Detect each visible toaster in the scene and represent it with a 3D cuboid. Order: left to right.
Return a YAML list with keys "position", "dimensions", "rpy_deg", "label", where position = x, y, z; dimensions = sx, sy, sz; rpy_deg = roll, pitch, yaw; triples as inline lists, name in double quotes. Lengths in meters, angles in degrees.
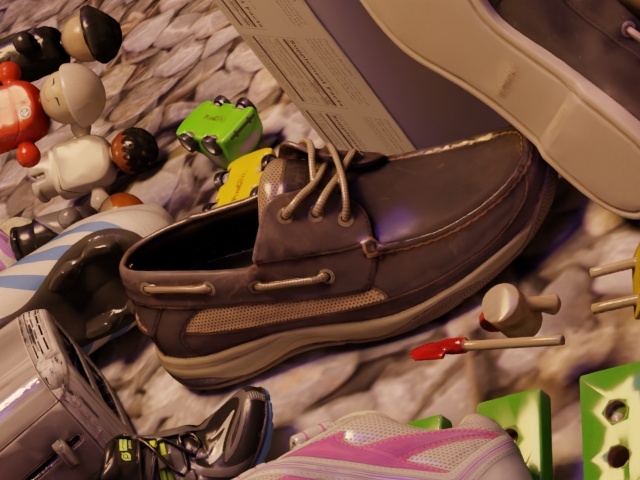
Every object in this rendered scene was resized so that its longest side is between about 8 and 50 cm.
- position: [-0.238, 0.148, 1.087]
  dimensions: [0.146, 0.129, 0.227]
  rpy_deg: [-38, 22, -5]
  label: "toaster"

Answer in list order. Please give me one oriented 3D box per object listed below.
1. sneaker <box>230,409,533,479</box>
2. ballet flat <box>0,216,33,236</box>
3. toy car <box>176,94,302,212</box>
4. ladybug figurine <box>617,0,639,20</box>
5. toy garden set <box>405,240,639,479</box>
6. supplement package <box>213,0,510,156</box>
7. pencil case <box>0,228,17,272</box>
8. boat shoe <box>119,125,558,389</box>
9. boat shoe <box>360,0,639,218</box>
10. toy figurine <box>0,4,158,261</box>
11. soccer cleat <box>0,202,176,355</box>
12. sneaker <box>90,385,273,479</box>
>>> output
- position: [0.003, 0.155, 0.747]
  dimensions: [0.252, 0.103, 0.111]
  rpy_deg: [-5, 34, 0]
  label: "sneaker"
- position: [-0.367, 0.014, 1.461]
  dimensions: [0.168, 0.057, 0.052]
  rpy_deg: [-19, 23, 31]
  label: "ballet flat"
- position: [-0.053, -0.092, 1.278]
  dimensions: [0.239, 0.053, 0.225]
  rpy_deg: [-49, 32, -18]
  label: "toy car"
- position: [0.319, -0.281, 1.026]
  dimensions: [0.305, 0.162, 0.449]
  rpy_deg: [-22, 34, 27]
  label: "ladybug figurine"
- position: [0.149, 0.096, 0.799]
  dimensions: [0.244, 0.049, 0.203]
  rpy_deg: [-20, 50, 32]
  label: "toy garden set"
- position: [0.055, -0.203, 1.104]
  dimensions: [0.204, 0.262, 0.145]
  rpy_deg: [-49, 31, -16]
  label: "supplement package"
- position: [-0.371, 0.065, 1.363]
  dimensions: [0.206, 0.086, 0.088]
  rpy_deg: [-44, 68, -4]
  label: "pencil case"
- position: [0.000, 0.000, 1.024]
  dimensions: [0.355, 0.130, 0.132]
  rpy_deg: [-26, 33, 21]
  label: "boat shoe"
- position: [0.133, -0.154, 0.953]
  dimensions: [0.095, 0.335, 0.112]
  rpy_deg: [-41, -8, -33]
  label: "boat shoe"
- position: [-0.242, -0.100, 1.340]
  dimensions: [0.148, 0.209, 0.213]
  rpy_deg: [-17, 29, 7]
  label: "toy figurine"
- position: [-0.257, 0.074, 1.243]
  dimensions: [0.331, 0.116, 0.143]
  rpy_deg: [-29, 13, 17]
  label: "soccer cleat"
- position: [-0.112, 0.164, 0.978]
  dimensions: [0.188, 0.078, 0.067]
  rpy_deg: [-34, 31, 7]
  label: "sneaker"
